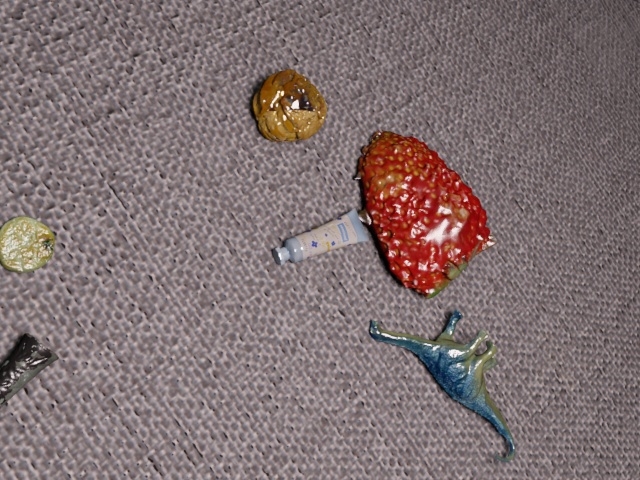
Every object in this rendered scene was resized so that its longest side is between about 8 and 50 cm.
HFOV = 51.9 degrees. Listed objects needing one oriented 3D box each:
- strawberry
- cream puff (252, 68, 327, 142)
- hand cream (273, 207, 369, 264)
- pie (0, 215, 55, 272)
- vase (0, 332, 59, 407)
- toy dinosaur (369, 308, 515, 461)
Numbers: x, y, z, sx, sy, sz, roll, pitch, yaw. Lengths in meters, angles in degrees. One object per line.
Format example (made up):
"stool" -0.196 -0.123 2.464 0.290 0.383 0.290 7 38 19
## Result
"strawberry" 0.181 -0.064 1.182 0.233 0.137 0.306 -37 96 -25
"cream puff" -0.048 -0.230 1.137 0.133 0.104 0.119 13 67 -22
"hand cream" 0.000 0.000 1.131 0.170 0.043 0.065 -21 84 -23
"pie" -0.430 0.007 0.956 0.085 0.017 0.085 5 77 -24
"vase" -0.435 0.205 0.886 0.059 0.059 0.167 43 66 -10
"toy dinosaur" 0.254 0.230 1.182 0.363 0.076 0.147 45 84 -7
